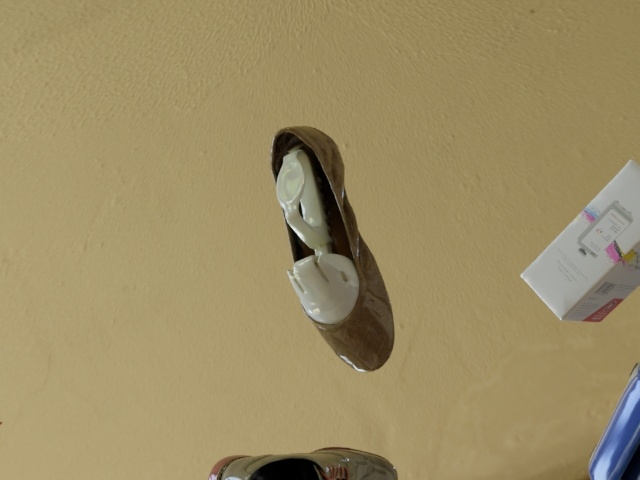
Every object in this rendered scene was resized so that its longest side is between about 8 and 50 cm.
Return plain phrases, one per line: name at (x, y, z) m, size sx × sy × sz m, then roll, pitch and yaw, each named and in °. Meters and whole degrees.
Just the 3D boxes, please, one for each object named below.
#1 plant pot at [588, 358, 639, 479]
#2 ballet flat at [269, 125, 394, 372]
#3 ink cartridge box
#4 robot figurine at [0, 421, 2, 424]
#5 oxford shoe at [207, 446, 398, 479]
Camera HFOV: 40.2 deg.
plant pot at (0.450, 0.207, 0.991) m, size 0.212 × 0.236 × 0.236 m, roll 26°, pitch -49°, yaw 22°
ballet flat at (0.000, 0.000, 1.111) m, size 0.116 × 0.124 × 0.342 m, roll -21°, pitch -111°, yaw 24°
ink cartridge box at (0.308, -0.009, 0.874) m, size 0.198 × 0.115 × 0.067 m, roll -50°, pitch -121°, yaw 21°
robot figurine at (-0.575, 0.320, 1.312) m, size 0.158 × 0.219 × 0.128 m, roll 48°, pitch -39°, yaw -4°
oxford shoe at (0.000, 0.399, 1.414) m, size 0.348 × 0.130 × 0.123 m, roll 4°, pitch -105°, yaw -32°
